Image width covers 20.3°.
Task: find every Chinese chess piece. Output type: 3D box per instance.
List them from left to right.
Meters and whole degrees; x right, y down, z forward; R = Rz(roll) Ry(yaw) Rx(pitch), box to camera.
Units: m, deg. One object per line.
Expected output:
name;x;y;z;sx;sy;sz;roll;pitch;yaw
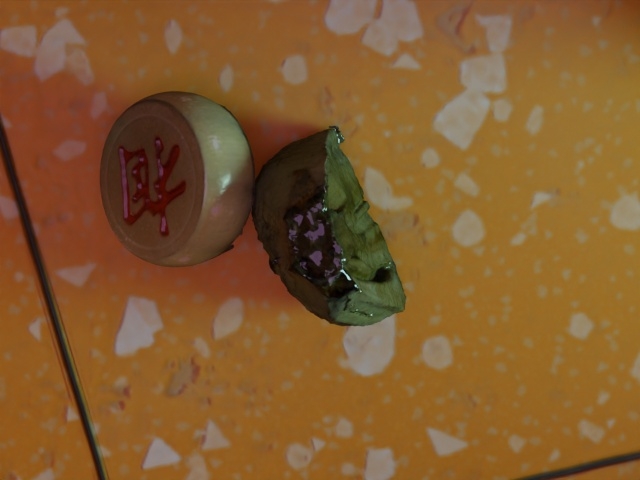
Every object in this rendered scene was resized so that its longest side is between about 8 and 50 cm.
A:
Chinese chess piece;-0.100;-0.042;1.234;0.122;0.051;0.122;1;92;44

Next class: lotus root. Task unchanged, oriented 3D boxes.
lotus root;-0.004;0.000;1.230;0.070;0.144;0.143;-21;91;13
